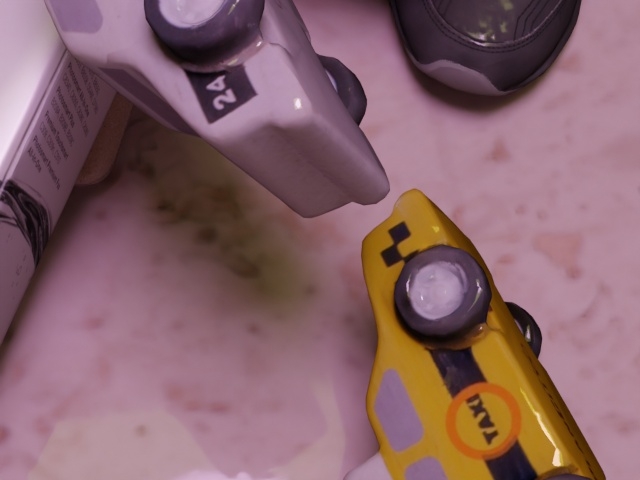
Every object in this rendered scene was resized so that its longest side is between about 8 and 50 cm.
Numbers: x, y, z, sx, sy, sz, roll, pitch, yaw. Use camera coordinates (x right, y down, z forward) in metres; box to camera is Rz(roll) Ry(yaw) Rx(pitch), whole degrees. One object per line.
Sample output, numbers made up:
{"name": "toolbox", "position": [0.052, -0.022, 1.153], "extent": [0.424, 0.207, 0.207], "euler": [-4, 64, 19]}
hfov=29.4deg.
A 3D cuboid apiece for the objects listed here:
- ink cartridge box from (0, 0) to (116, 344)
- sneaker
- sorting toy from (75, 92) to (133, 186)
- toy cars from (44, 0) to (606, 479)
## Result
{"name": "ink cartridge box", "position": [-0.180, -0.030, 0.470], "extent": [0.148, 0.086, 0.203], "euler": [20, 71, 7]}
{"name": "sneaker", "position": [0.100, -0.195, 0.589], "extent": [0.101, 0.106, 0.267], "euler": [17, 67, 2]}
{"name": "sorting toy", "position": [-0.192, -0.096, 0.562], "extent": [0.229, 0.041, 0.307], "euler": [13, 72, 5]}
{"name": "toy cars", "position": [0.000, 0.000, 0.437], "extent": [0.087, 0.176, 0.393], "euler": [-32, 106, 11]}
